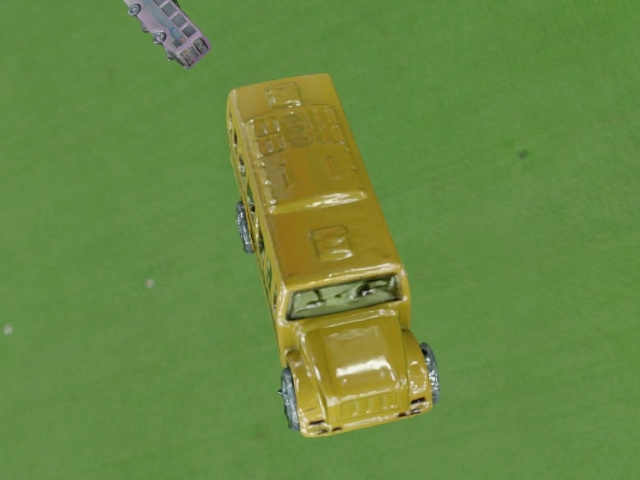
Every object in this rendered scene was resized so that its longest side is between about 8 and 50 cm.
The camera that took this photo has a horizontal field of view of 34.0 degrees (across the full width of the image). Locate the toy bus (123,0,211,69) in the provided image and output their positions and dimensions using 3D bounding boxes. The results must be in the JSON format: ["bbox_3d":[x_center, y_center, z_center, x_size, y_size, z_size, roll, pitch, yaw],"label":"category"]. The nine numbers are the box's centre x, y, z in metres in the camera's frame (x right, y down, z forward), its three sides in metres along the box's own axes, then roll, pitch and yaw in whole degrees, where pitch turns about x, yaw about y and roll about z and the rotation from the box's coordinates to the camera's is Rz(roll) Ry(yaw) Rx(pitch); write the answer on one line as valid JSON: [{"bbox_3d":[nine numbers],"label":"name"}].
[{"bbox_3d":[-0.173,-0.244,1.171,0.052,0.037,0.131,-42,57,1],"label":"toy bus"}]

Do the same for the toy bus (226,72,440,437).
[{"bbox_3d":[0.000,0.000,0.874,0.121,0.123,0.336,-10,45,-8],"label":"toy bus"}]
